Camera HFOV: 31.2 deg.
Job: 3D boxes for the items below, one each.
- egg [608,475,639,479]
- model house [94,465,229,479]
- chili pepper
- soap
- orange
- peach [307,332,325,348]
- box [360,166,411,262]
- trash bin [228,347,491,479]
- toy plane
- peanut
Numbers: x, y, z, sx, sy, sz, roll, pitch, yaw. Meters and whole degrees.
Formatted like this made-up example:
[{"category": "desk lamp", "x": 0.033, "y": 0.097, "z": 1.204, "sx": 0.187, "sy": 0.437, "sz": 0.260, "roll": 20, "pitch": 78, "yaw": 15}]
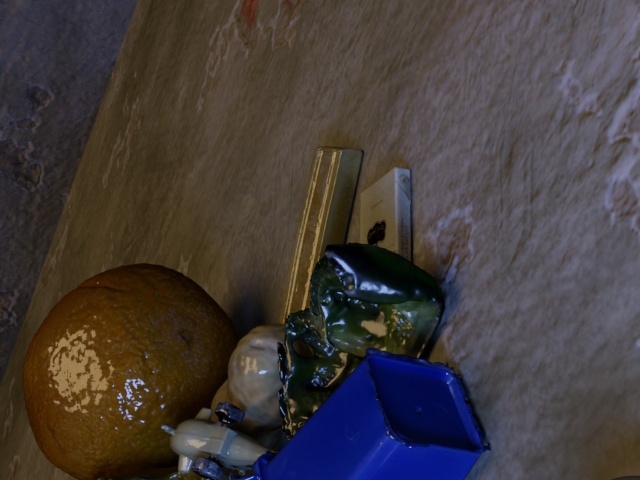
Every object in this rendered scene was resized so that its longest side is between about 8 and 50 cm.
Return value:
[{"category": "egg", "x": 0.214, "y": 0.229, "z": 0.820, "sx": 0.135, "sy": 0.103, "sz": 0.103, "roll": -63, "pitch": 28, "yaw": 29}, {"category": "model house", "x": -0.178, "y": 0.383, "z": 1.500, "sx": 0.239, "sy": 0.268, "sz": 0.173, "roll": -55, "pitch": 22, "yaw": 36}, {"category": "chili pepper", "x": 0.035, "y": 0.112, "z": 1.255, "sx": 0.116, "sy": 0.148, "sz": 0.264, "roll": -82, "pitch": 11, "yaw": -60}, {"category": "soap", "x": -0.001, "y": 0.000, "z": 1.490, "sx": 0.092, "sy": 0.037, "sz": 0.251, "roll": 13, "pitch": 92, "yaw": 65}, {"category": "orange", "x": -0.278, "y": 0.208, "z": 1.674, "sx": 0.357, "sy": 0.322, "sz": 0.322, "roll": -47, "pitch": 39, "yaw": 47}, {"category": "peach", "x": 0.022, "y": 0.092, "z": 1.359, "sx": 0.098, "sy": 0.061, "sz": 0.098, "roll": -156, "pitch": 90, "yaw": -85}, {"category": "box", "x": 0.074, "y": 0.007, "z": 1.330, "sx": 0.090, "sy": 0.024, "sz": 0.166, "roll": -35, "pitch": 49, "yaw": 58}, {"category": "trash bin", "x": 0.038, "y": 0.231, "z": 1.141, "sx": 0.234, "sy": 0.184, "sz": 0.162, "roll": -57, "pitch": 33, "yaw": 32}, {"category": "toy plane", "x": -0.077, "y": 0.257, "z": 1.375, "sx": 0.286, "sy": 0.108, "sz": 0.092, "roll": -1, "pitch": 60, "yaw": 42}, {"category": "peanut", "x": -0.074, "y": 0.206, "z": 1.476, "sx": 0.256, "sy": 0.124, "sz": 0.123, "roll": 112, "pitch": 156, "yaw": -48}]
